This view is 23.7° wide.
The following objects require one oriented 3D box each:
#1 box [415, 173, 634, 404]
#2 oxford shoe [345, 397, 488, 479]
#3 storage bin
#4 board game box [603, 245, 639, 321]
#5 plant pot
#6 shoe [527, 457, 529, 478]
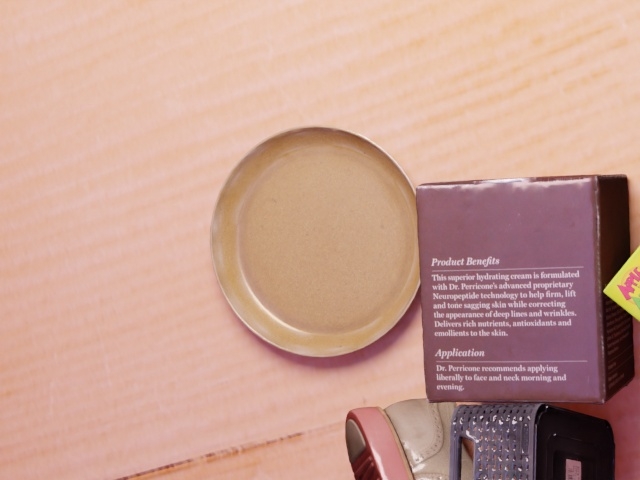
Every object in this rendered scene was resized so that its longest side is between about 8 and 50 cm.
[{"bbox_3d":[0.194,0.042,1.413,0.168,0.167,0.203,-1,92,21],"label":"box"},{"bbox_3d":[0.140,0.296,1.426,0.130,0.123,0.348,-14,64,-17],"label":"oxford shoe"},{"bbox_3d":[0.193,0.215,1.371,0.084,0.180,0.122,-4,76,32],"label":"storage bin"},{"bbox_3d":[0.313,0.017,1.359,0.043,0.181,0.092,41,105,15],"label":"board game box"},{"bbox_3d":[0.000,0.000,1.558,0.236,0.032,0.236,1,94,20],"label":"plant pot"},{"bbox_3d":[0.248,0.301,1.463,0.076,0.058,0.219,-21,70,27],"label":"shoe"}]
